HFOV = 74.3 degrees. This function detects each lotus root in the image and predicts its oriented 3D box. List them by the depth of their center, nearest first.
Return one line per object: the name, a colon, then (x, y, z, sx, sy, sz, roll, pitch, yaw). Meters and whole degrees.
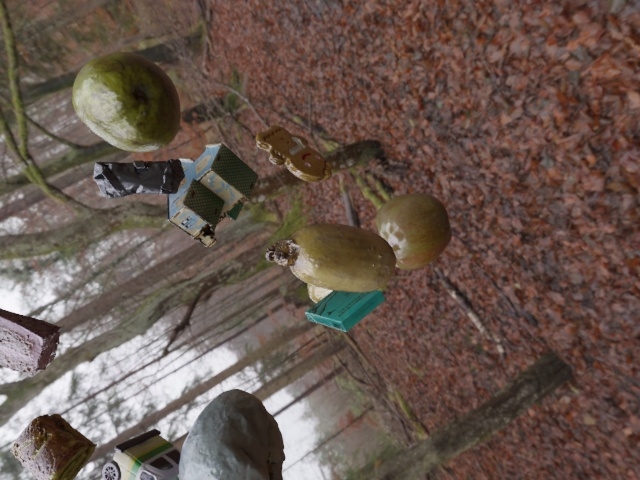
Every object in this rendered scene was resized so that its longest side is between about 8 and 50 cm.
lotus root: (0.034, 0.039, 1.052, 0.151, 0.343, 0.169, -41, 46, 52)

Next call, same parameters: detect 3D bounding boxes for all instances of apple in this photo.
apple: (0.314, -0.034, 1.411, 0.257, 0.234, 0.256, -16, -90, -83)

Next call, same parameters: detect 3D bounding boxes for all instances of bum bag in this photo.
bum bag: (-0.410, -0.142, 0.955, 0.049, 0.198, 0.087, 168, 98, -80)

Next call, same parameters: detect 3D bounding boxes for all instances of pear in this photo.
pear: (-0.663, -0.481, 1.477, 0.414, 0.352, 0.351, 14, 141, 55)

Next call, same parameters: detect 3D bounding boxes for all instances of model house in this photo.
model house: (-0.270, -0.136, 1.090, 0.178, 0.206, 0.271, 40, -166, -34)

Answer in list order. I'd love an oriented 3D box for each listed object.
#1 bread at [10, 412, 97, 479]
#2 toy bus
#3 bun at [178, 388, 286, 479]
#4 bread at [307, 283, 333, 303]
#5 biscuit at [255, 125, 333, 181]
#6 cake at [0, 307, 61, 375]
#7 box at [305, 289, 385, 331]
bread: (-0.700, 0.546, 1.102, 0.172, 0.131, 0.103, 25, 158, 21)
toy bus: (-0.447, 0.662, 1.048, 0.179, 0.305, 0.143, 19, -179, 21)
bun: (-0.189, 0.532, 1.014, 0.354, 0.195, 0.353, -1, -90, -79)
bread: (0.091, 0.133, 1.733, 0.159, 0.333, 0.333, 60, 176, 7)
biscuit: (-0.074, -0.262, 1.280, 0.249, 0.184, 0.035, 39, 132, 6)
cake: (-0.789, 0.238, 1.065, 0.296, 0.115, 0.113, 18, 179, 9)
box: (0.069, 0.200, 1.287, 0.226, 0.161, 0.042, -4, 116, 61)
